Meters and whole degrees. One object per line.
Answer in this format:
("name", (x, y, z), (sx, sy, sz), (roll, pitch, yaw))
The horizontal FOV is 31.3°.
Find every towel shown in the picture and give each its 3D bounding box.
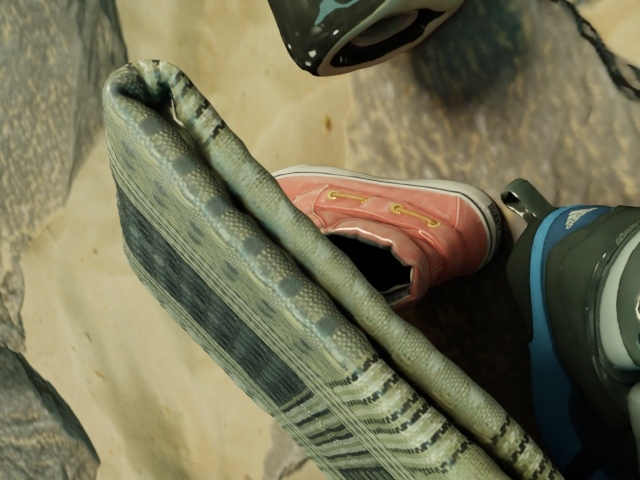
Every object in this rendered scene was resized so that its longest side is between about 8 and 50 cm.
("towel", (0.032, 0.079, 0.497), (0.324, 0.056, 0.312), (47, 167, 3))

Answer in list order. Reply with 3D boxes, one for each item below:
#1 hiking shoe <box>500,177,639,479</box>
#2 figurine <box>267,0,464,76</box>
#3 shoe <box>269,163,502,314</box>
("hiking shoe", (0.170, 0.114, 0.516), (0.132, 0.113, 0.304), (29, 138, 65))
("figurine", (0.024, -0.214, 0.492), (0.215, 0.092, 0.209), (-35, 81, 42))
("shoe", (0.000, 0.000, 0.601), (0.178, 0.081, 0.063), (3, 110, 39))
